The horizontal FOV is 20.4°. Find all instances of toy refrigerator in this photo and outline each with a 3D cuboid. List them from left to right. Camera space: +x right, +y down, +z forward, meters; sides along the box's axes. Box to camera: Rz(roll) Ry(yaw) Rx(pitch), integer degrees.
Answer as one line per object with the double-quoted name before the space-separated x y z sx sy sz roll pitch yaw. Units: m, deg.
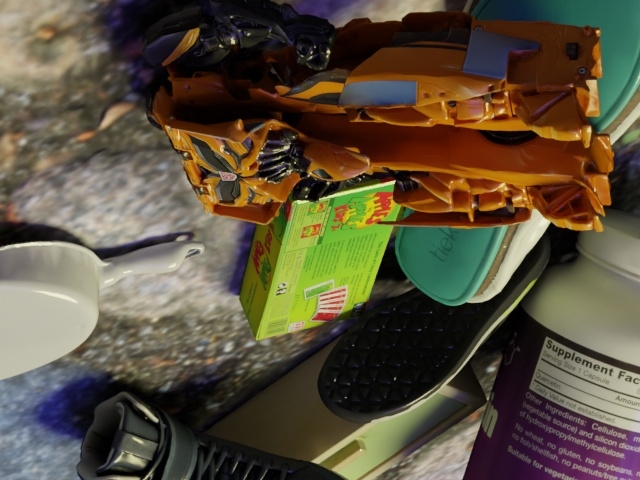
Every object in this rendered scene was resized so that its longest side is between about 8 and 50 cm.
"toy refrigerator" 0.002 0.171 1.546 0.269 0.094 0.102 -35 149 20

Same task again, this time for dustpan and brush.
"dustpan and brush" -0.180 0.037 1.255 0.211 0.060 0.147 -7 148 -16

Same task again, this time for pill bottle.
"pill bottle" 0.231 0.144 1.487 0.181 0.181 0.323 6 107 -41

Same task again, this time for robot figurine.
"robot figurine" 0.029 -0.071 1.093 0.291 0.085 0.211 1 150 14

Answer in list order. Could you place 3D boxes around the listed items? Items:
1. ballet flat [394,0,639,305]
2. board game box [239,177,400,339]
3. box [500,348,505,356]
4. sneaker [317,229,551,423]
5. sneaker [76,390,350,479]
"ballet flat" 0.156 -0.102 1.217 0.139 0.139 0.400 -10 151 -23
"board game box" 0.000 0.000 1.324 0.092 0.043 0.181 -13 149 -20
"box" 0.259 0.110 1.609 0.162 0.116 0.029 -33 154 16
"sneaker" 0.099 0.070 1.427 0.235 0.084 0.097 -39 165 -13
"sneaker" -0.090 0.190 1.433 0.226 0.086 0.163 7 160 31
